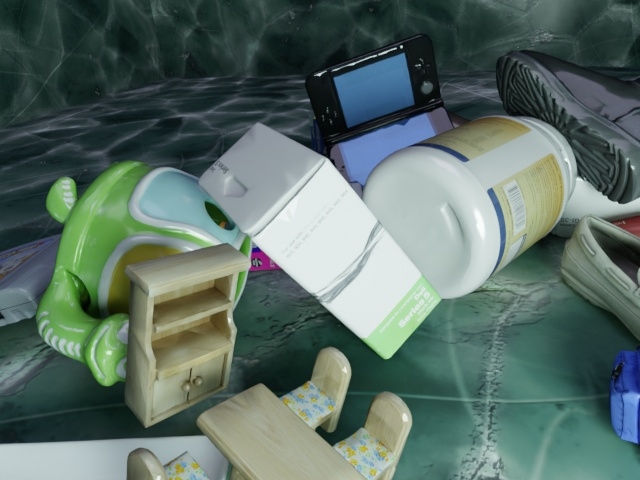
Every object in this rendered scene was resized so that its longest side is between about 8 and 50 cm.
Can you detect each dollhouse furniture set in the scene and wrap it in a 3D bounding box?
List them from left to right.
[{"bbox_3d":[-0.063,0.133,0.423,0.242,0.161,0.212,31,30,34],"label":"dollhouse furniture set"}]

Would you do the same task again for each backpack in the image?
[{"bbox_3d":[0.346,0.146,0.486,0.101,0.098,0.120,10,31,33],"label":"backpack"}]

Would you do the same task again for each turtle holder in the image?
[{"bbox_3d":[-0.221,0.022,0.649,0.227,0.244,0.320,13,3,1],"label":"turtle holder"}]

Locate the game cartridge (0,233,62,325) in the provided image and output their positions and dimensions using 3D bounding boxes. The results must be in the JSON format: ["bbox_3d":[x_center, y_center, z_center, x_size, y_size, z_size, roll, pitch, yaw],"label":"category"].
[{"bbox_3d":[-0.486,0.068,0.739,0.297,0.062,0.198,-15,28,15],"label":"game cartridge"}]

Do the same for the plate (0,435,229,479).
[{"bbox_3d":[-0.223,0.277,0.374,0.277,0.045,0.277,-3,27,2],"label":"plate"}]

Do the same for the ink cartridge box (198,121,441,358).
[{"bbox_3d":[0.000,0.000,0.620,0.115,0.273,0.198,-46,37,-4],"label":"ink cartridge box"}]

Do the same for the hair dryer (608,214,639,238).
[{"bbox_3d":[0.535,0.025,0.714,0.223,0.080,0.293,-26,34,-35],"label":"hair dryer"}]

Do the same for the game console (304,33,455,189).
[{"bbox_3d":[0.142,-0.268,1.076,0.292,0.250,0.173,-19,36,4],"label":"game console"}]

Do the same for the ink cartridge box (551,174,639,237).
[{"bbox_3d":[0.547,-0.113,0.939,0.207,0.117,0.283,5,28,18],"label":"ink cartridge box"}]

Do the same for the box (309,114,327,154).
[{"bbox_3d":[0.051,-0.301,1.395,0.178,0.109,0.042,4,30,17],"label":"box"}]

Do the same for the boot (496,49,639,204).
[{"bbox_3d":[0.588,-0.281,0.835,0.444,0.146,0.367,-26,56,-2],"label":"boot"}]

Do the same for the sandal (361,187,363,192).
[{"bbox_3d":[0.089,-0.062,0.997,0.072,0.049,0.180,15,47,43],"label":"sandal"}]

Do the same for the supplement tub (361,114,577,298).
[{"bbox_3d":[0.244,-0.068,0.778,0.316,0.229,0.228,-26,34,-36],"label":"supplement tub"}]

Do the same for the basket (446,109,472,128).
[{"bbox_3d":[0.264,-0.262,1.224,0.226,0.204,0.154,28,62,34],"label":"basket"}]

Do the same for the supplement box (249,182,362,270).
[{"bbox_3d":[-0.031,-0.026,0.866,0.219,0.111,0.114,-5,27,0],"label":"supplement box"}]

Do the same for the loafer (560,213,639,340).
[{"bbox_3d":[0.431,0.065,0.614,0.111,0.112,0.319,-12,28,-15],"label":"loafer"}]
